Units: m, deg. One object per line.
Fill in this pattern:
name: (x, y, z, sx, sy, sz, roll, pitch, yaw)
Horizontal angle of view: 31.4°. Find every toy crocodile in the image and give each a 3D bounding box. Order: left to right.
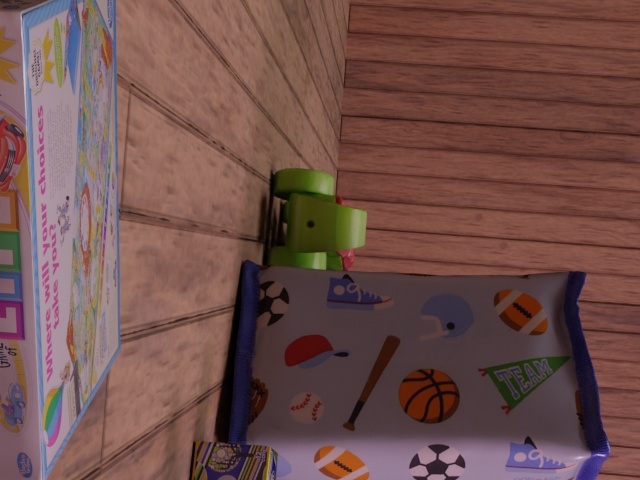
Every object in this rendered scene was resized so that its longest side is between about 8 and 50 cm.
toy crocodile: (0.000, 0.000, 1.290, 0.340, 0.105, 0.115, 80, 15, -78)

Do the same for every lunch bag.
lunch bag: (0.084, 0.193, 1.129, 0.385, 0.327, 0.239, 86, 7, -55)

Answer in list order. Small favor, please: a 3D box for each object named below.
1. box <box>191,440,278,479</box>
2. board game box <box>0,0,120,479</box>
box: (-0.069, 0.234, 0.828, 0.054, 0.059, 0.169, 73, 21, -74)
board game box: (-0.095, -0.010, 0.390, 0.103, 0.026, 0.154, -76, 170, -70)
